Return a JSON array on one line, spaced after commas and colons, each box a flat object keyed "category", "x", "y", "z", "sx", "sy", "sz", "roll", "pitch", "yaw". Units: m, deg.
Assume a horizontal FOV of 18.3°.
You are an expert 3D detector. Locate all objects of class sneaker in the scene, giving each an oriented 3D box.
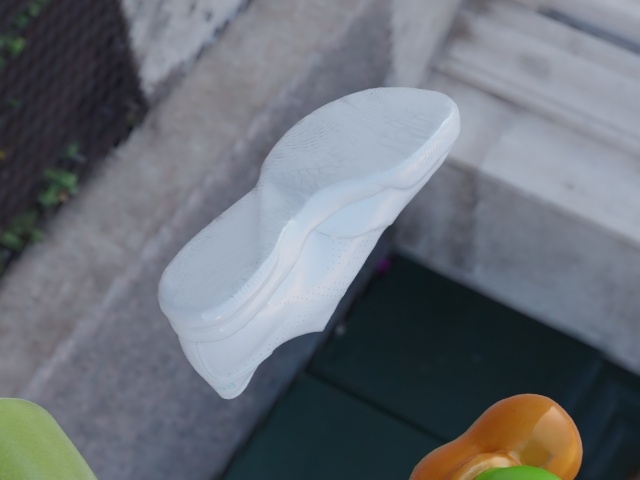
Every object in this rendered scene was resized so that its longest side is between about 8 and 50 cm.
[{"category": "sneaker", "x": 0.000, "y": 0.000, "z": 1.101, "sx": 0.212, "sy": 0.080, "sz": 0.094, "roll": -41, "pitch": 135, "yaw": -23}]

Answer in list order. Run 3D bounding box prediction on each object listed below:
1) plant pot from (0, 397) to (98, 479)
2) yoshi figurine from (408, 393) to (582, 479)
[{"category": "plant pot", "x": -0.293, "y": 0.356, "z": 2.053, "sx": 0.274, "sy": 0.293, "sz": 0.275, "roll": -31, "pitch": 141, "yaw": -29}, {"category": "yoshi figurine", "x": 0.177, "y": 0.189, "z": 0.953, "sx": 0.203, "sy": 0.203, "sz": 0.362, "roll": -65, "pitch": -162, "yaw": 4}]
